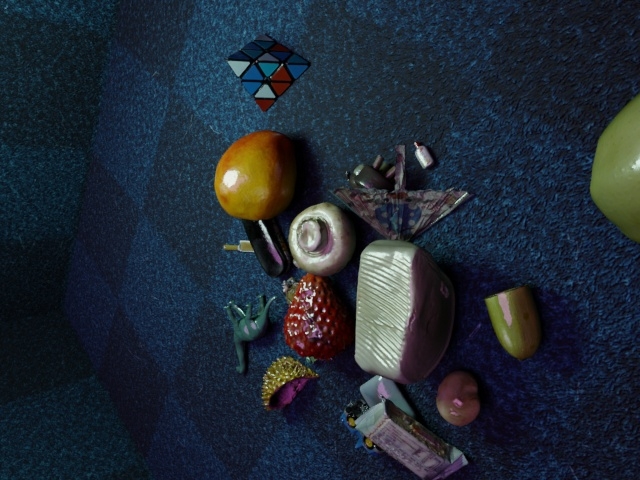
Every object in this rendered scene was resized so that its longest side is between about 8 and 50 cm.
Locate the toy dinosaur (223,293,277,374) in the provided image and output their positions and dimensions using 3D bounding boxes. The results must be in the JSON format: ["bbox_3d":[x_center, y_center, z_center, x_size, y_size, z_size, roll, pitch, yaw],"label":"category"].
[{"bbox_3d":[-0.259,0.395,1.911,0.383,0.129,0.331,-12,99,41],"label":"toy dinosaur"}]

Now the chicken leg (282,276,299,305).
[{"bbox_3d":[-0.055,0.188,1.696,0.196,0.080,0.125,-11,84,39],"label":"chicken leg"}]

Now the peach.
[{"bbox_3d":[-0.224,-0.234,1.658,0.289,0.288,0.308,30,122,35],"label":"peach"}]

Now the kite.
[{"bbox_3d":[0.220,-0.108,1.328,0.405,0.014,0.369,2,132,11],"label":"kite"}]

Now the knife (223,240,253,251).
[{"bbox_3d":[-0.326,0.023,1.952,0.256,0.022,0.046,1,93,42],"label":"knife"}]

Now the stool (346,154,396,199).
[{"bbox_3d":[0.162,-0.186,1.425,0.121,0.125,0.217,-54,33,4],"label":"stool"}]

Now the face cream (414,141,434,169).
[{"bbox_3d":[0.294,-0.246,1.354,0.040,0.021,0.083,-38,70,38],"label":"face cream"}]

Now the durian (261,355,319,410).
[{"bbox_3d":[-0.155,0.539,1.819,0.261,0.153,0.186,-61,33,21],"label":"durian"}]

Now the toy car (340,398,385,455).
[{"bbox_3d":[0.148,0.625,1.558,0.191,0.097,0.100,44,127,30],"label":"toy car"}]

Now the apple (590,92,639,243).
[{"bbox_3d":[0.674,-0.140,0.813,0.357,0.357,0.358,7,101,41],"label":"apple"}]

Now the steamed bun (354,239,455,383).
[{"bbox_3d":[0.241,0.192,1.328,0.247,0.236,0.384,6,93,51],"label":"steamed bun"}]

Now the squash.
[{"bbox_3d":[0.486,0.209,1.180,0.123,0.123,0.187,-19,82,42],"label":"squash"}]

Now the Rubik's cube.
[{"bbox_3d":[-0.168,-0.565,1.706,0.249,0.284,0.234,16,132,6],"label":"Rubik's cube"}]

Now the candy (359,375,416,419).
[{"bbox_3d":[0.210,0.516,1.501,0.138,0.071,0.174,-45,68,35],"label":"candy"}]

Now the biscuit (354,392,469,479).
[{"bbox_3d":[0.261,0.606,1.415,0.309,0.079,0.186,34,124,5],"label":"biscuit"}]

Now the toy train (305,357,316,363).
[{"bbox_3d":[-0.047,0.383,1.740,0.071,0.038,0.148,-38,71,39],"label":"toy train"}]

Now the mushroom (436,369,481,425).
[{"bbox_3d":[0.384,0.435,1.306,0.112,0.148,0.148,27,121,-7],"label":"mushroom"}]

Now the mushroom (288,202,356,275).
[{"bbox_3d":[0.000,0.000,1.548,0.254,0.184,0.255,0,91,21],"label":"mushroom"}]

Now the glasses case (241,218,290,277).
[{"bbox_3d":[-0.212,-0.012,1.803,0.122,0.082,0.321,-38,72,40],"label":"glasses case"}]

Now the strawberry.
[{"bbox_3d":[-0.005,0.271,1.572,0.253,0.150,0.280,24,103,14],"label":"strawberry"}]
